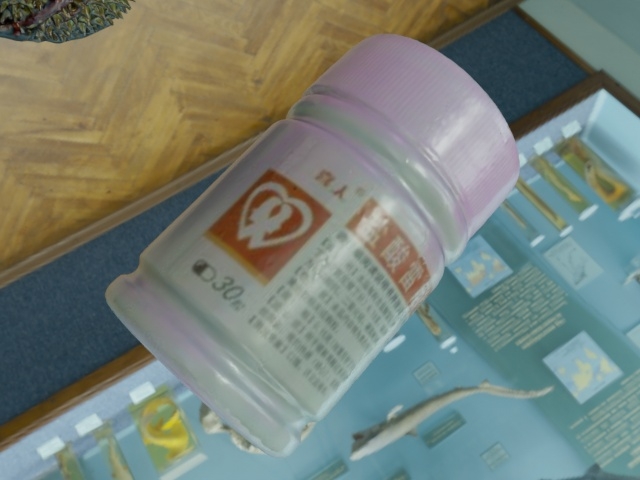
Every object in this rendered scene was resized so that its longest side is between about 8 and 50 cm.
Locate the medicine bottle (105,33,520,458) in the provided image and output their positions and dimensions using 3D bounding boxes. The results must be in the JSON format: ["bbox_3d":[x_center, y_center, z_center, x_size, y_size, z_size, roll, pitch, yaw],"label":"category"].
[{"bbox_3d":[0.000,0.000,0.535,0.316,0.202,0.202,-48,156,-12],"label":"medicine bottle"}]

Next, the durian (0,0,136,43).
[{"bbox_3d":[-0.416,-0.434,0.838,0.347,0.347,0.384,-43,178,13],"label":"durian"}]
